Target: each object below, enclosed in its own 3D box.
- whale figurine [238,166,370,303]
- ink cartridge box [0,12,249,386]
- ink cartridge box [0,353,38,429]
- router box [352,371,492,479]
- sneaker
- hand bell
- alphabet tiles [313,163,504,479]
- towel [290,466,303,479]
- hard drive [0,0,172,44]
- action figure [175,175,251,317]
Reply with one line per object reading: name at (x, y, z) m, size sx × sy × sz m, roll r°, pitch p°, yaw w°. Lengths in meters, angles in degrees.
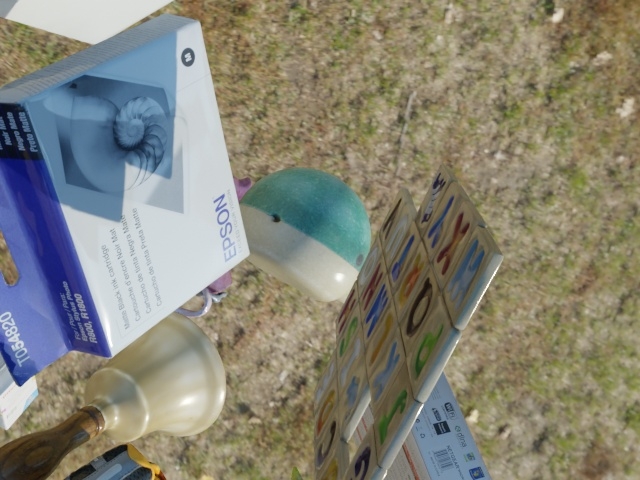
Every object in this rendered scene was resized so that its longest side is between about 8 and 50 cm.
whale figurine at (0.000, 0.000, 1.039) m, size 0.141 × 0.216 × 0.272 m, roll -61°, pitch 154°, yaw -7°
ink cartridge box at (-0.159, -0.027, 0.607) m, size 0.224 × 0.045 × 0.223 m, roll -38°, pitch 133°, yaw -36°
ink cartridge box at (-0.589, 0.260, 1.486) m, size 0.092 × 0.089 × 0.143 m, roll -54°, pitch 167°, yaw -40°
router box at (0.141, 0.328, 1.217) m, size 0.082 × 0.336 × 0.301 m, roll -12°, pitch 145°, yaw -15°
sneaker at (-0.138, 0.209, 0.604) m, size 0.083 × 0.084 × 0.215 m, roll -41°, pitch 160°, yaw -14°
hand bell at (-0.192, 0.151, 0.650) m, size 0.242 × 0.126 × 0.126 m, roll -29°, pitch 127°, yaw -61°
alphabet tiles at (0.037, 0.051, 0.488) m, size 0.009 × 0.237 × 0.198 m, roll 22°, pitch 108°, yaw -8°
towel at (-0.023, 0.281, 0.826) m, size 0.009 × 0.083 × 0.060 m, roll 8°, pitch 119°, yaw -21°
hard drive at (-0.140, -0.272, 0.705) m, size 0.307 × 0.203 × 0.040 m, roll -22°, pitch 85°, yaw 20°
action figure at (-0.275, -0.070, 1.661) m, size 0.276 × 0.248 × 0.370 m, roll -51°, pitch 150°, yaw -63°
